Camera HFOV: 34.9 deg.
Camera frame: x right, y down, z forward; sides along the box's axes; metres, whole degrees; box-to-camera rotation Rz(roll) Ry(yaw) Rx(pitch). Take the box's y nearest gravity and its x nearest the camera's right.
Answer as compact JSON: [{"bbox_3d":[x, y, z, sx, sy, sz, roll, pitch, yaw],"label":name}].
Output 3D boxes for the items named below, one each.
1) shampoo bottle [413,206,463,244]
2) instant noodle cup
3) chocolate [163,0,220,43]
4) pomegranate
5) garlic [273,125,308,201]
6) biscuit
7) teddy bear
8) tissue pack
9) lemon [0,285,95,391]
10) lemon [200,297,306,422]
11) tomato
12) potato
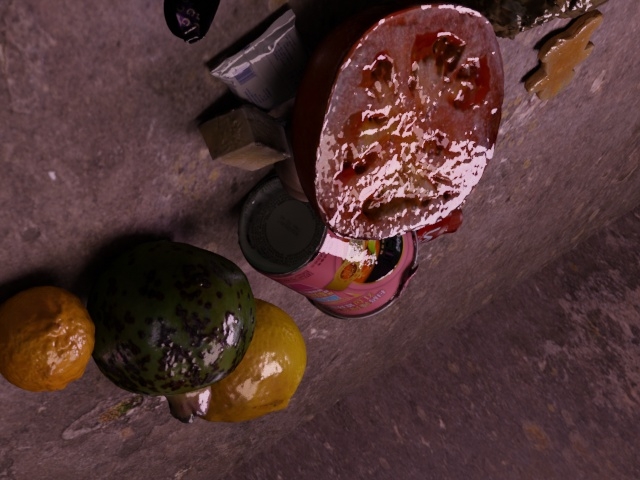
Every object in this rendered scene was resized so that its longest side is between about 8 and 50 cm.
[{"bbox_3d":[0.180,-0.031,2.061,0.314,0.076,0.118,-11,147,-51],"label":"shampoo bottle"},{"bbox_3d":[0.000,0.000,1.631,0.244,0.244,0.255,-41,153,16],"label":"instant noodle cup"},{"bbox_3d":[-0.096,-0.262,1.028,0.147,0.072,0.070,-35,159,-21],"label":"chocolate"},{"bbox_3d":[-0.217,0.130,1.491,0.254,0.271,0.254,-8,-173,1],"label":"pomegranate"},{"bbox_3d":[0.005,-0.090,1.452,0.127,0.194,0.131,-12,166,-31],"label":"garlic"},{"bbox_3d":[0.436,-0.326,1.860,0.153,0.030,0.234,-33,162,-5],"label":"biscuit"},{"bbox_3d":[0.305,-0.364,1.349,0.256,0.156,0.267,-27,158,-30],"label":"teddy bear"},{"bbox_3d":[-0.060,-0.210,1.280,0.122,0.026,0.193,-36,162,2],"label":"tissue pack"},{"bbox_3d":[-0.380,0.137,1.393,0.142,0.142,0.187,-23,162,-34],"label":"lemon"},{"bbox_3d":[-0.153,0.215,1.847,0.288,0.233,0.233,-13,152,-45],"label":"lemon"},{"bbox_3d":[0.084,-0.172,1.331,0.338,0.143,0.339,-21,125,-33],"label":"tomato"},{"bbox_3d":[-0.092,-0.132,1.321,0.086,0.061,0.122,-18,168,22],"label":"potato"}]
